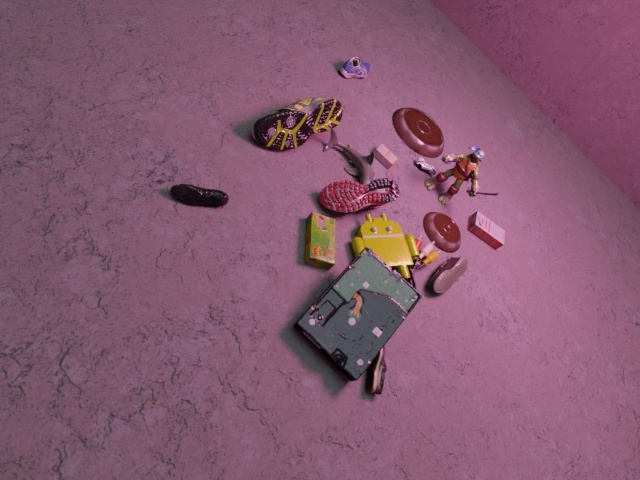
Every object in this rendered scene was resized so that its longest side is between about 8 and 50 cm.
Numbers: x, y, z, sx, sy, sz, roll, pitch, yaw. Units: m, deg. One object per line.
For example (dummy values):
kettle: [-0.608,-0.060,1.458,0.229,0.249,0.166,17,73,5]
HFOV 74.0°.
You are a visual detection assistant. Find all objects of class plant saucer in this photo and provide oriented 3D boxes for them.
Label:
plant saucer: [0.518,-0.044,1.773,0.199,0.036,0.198,17,53,-24]
plant saucer: [0.491,-0.540,2.074,0.311,0.050,0.310,17,53,-24]

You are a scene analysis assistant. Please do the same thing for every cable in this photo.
cable: [0.337,0.084,1.550,0.139,0.072,0.287,38,48,2]

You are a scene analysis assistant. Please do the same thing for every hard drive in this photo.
hard drive: [0.117,0.209,1.267,0.237,0.064,0.339,43,66,3]

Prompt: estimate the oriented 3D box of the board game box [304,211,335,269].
board game box: [0.000,0.000,1.409,0.092,0.043,0.181,17,53,-22]

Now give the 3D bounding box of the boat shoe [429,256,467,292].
boat shoe: [0.474,0.129,1.613,0.228,0.069,0.081,-28,118,-37]

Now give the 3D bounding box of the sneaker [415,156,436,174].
sneaker: [0.477,-0.332,1.940,0.109,0.040,0.043,35,64,-3]

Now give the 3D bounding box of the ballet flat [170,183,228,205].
ballet flat: [-0.362,-0.135,1.275,0.173,0.057,0.049,10,15,-28]

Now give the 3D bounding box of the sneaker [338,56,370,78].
sneaker: [0.182,-0.833,2.046,0.211,0.081,0.080,-30,78,-43]

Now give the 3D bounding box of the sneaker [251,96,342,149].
sneaker: [-0.098,-0.444,1.601,0.385,0.145,0.147,-25,37,-31]

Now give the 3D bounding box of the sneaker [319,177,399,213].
sneaker: [0.138,-0.153,1.558,0.299,0.112,0.120,-5,79,-18]

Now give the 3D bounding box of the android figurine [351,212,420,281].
android figurine: [0.228,0.023,1.509,0.248,0.056,0.272,-2,62,-19]

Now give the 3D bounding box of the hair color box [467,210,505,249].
hair color box: [0.745,-0.046,1.907,0.167,0.053,0.093,35,49,-10]

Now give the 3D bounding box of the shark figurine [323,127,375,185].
shark figurine: [0.152,-0.331,1.679,0.166,0.116,0.278,-32,83,-43]

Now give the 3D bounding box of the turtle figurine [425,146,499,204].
turtle figurine: [0.567,-0.260,1.788,0.198,0.266,0.274,21,51,-19]

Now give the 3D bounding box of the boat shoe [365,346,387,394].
boat shoe: [0.171,0.382,1.265,0.049,0.056,0.152,30,59,-19]

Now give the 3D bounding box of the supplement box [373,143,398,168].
supplement box: [0.278,-0.362,1.827,0.098,0.036,0.062,44,48,0]
